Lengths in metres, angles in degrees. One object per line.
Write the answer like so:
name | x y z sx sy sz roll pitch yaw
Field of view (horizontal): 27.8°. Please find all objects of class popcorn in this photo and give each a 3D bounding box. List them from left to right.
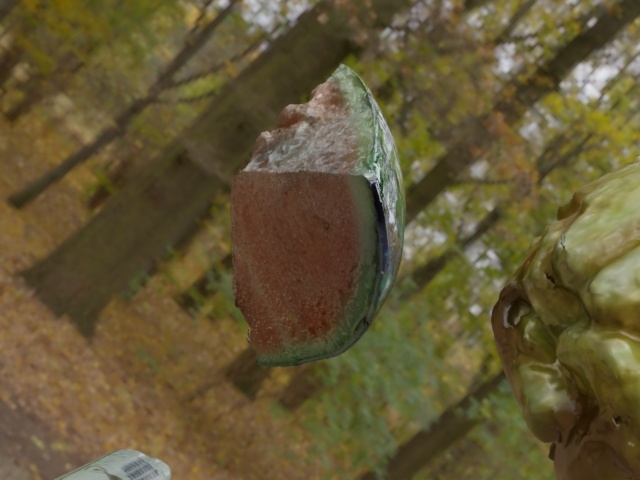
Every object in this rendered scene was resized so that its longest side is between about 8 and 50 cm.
popcorn | 0.244 0.068 0.817 0.282 0.247 0.282 -23 90 -84

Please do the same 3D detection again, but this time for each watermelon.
watermelon | 0.022 0.002 0.963 0.146 0.128 0.231 37 -45 51

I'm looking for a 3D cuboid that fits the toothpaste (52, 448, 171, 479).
toothpaste | -0.184 0.198 0.834 0.099 0.061 0.392 44 16 9
